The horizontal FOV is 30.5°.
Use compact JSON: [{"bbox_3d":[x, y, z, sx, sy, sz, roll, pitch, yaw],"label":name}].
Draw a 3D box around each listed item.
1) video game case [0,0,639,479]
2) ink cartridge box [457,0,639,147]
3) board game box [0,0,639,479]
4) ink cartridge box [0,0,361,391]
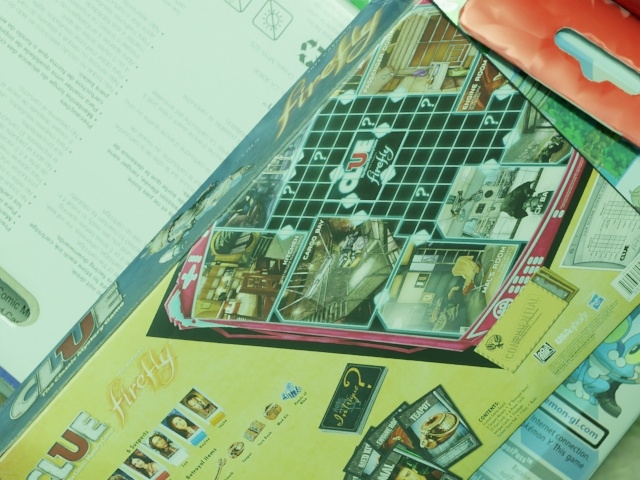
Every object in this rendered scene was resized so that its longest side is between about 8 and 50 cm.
[{"bbox_3d":[0.000,0.000,0.551,0.329,0.036,0.300,36,97,4],"label":"video game case"},{"bbox_3d":[0.173,-0.157,0.483,0.134,0.078,0.231,34,86,3],"label":"ink cartridge box"},{"bbox_3d":[0.007,0.040,0.478,0.165,0.042,0.243,41,96,-23],"label":"board game box"},{"bbox_3d":[-0.094,-0.048,0.516,0.223,0.045,0.224,41,97,2],"label":"ink cartridge box"}]
